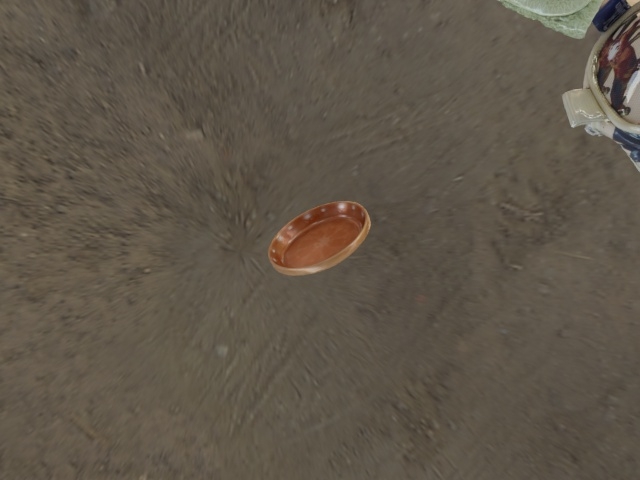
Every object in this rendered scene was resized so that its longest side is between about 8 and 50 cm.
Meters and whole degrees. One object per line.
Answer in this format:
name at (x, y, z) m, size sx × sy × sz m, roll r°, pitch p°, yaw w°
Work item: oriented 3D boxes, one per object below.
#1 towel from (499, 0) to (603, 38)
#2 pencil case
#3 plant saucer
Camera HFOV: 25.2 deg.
towel at (0.063, -0.156, 0.561) m, size 0.148 × 0.027 × 0.110 m, roll 30°, pitch 113°, yaw 16°
pencil case at (0.378, -0.068, 1.338) m, size 0.183 × 0.410 × 0.160 m, roll -18°, pitch 53°, yaw 23°
plant saucer at (0.000, 0.000, 1.099) m, size 0.083 × 0.083 × 0.013 m, roll -29°, pitch 120°, yaw -3°
